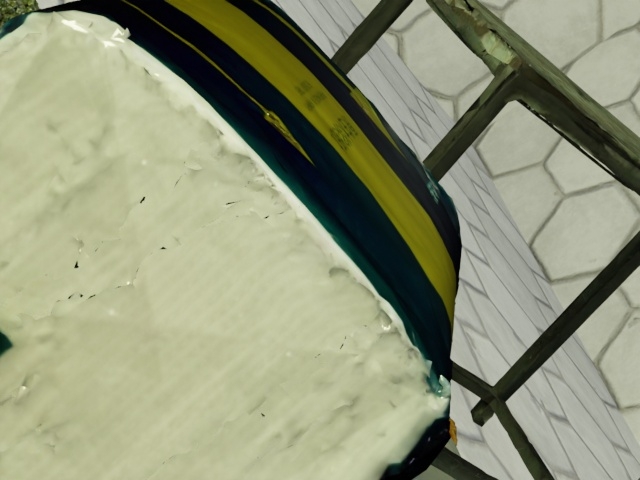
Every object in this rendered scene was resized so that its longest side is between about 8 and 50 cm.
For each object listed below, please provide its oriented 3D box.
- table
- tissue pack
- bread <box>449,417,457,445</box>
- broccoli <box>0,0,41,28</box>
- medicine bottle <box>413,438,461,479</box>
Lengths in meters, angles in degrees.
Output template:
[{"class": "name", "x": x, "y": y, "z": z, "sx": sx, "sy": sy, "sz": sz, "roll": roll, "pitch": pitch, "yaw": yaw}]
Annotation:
[{"class": "table", "x": 0.129, "y": 0.024, "z": 1.149, "sx": 0.335, "sy": 0.272, "sz": 0.222, "roll": 35, "pitch": 15, "yaw": -29}, {"class": "tissue pack", "x": -0.088, "y": 0.029, "z": 0.792, "sx": 0.253, "sy": 0.264, "sz": 0.416, "roll": 48, "pitch": 11, "yaw": -5}, {"class": "bread", "x": 0.102, "y": 0.183, "z": 1.613, "sx": 0.083, "sy": 0.044, "sz": 0.111, "roll": 47, "pitch": 11, "yaw": -10}, {"class": "broccoli", "x": -0.248, "y": -0.155, "z": 1.207, "sx": 0.092, "sy": 0.097, "sz": 0.095, "roll": 103, "pitch": -5, "yaw": -48}, {"class": "medicine bottle", "x": 0.038, "y": 0.202, "z": 1.157, "sx": 0.161, "sy": 0.111, "sz": 0.296, "roll": 42, "pitch": 11, "yaw": -8}]
